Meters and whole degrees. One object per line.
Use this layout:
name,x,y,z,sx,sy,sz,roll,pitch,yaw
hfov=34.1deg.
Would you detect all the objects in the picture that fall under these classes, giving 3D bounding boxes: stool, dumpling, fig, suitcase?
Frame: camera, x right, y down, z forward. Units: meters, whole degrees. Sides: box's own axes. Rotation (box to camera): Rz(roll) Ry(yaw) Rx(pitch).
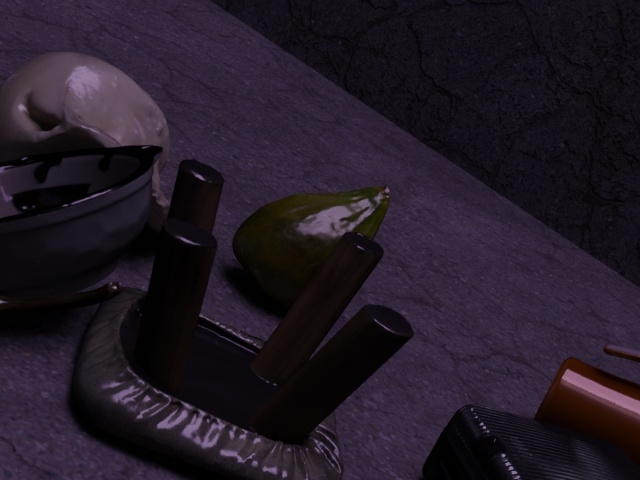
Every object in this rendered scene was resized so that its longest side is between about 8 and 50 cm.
stool,-0.082,0.093,1.143,0.310,0.226,0.310,23,18,-12
dumpling,-0.327,-0.116,1.478,0.395,0.233,0.315,31,-20,55
fig,-0.011,0.010,1.540,0.233,0.167,0.167,-13,38,-25
suitcase,0.285,0.313,1.238,0.312,0.128,0.202,19,20,-25

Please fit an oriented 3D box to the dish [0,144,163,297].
dish,-0.308,-0.012,1.163,0.303,0.120,0.303,-9,18,3

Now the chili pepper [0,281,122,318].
chili pepper,-0.370,0.057,0.952,0.338,0.134,0.131,21,62,-12

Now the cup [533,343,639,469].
cup,0.456,0.264,1.504,0.264,0.226,0.182,27,20,15
